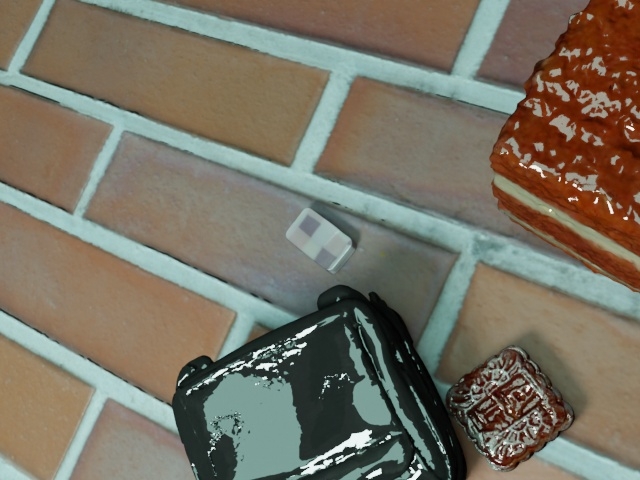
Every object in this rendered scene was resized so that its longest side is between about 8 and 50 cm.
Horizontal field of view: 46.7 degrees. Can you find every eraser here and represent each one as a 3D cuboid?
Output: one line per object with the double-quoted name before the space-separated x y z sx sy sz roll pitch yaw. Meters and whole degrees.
"eraser" 0.000 0.000 1.172 0.105 0.026 0.065 39 89 25

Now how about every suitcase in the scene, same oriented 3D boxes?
"suitcase" -0.002 0.271 1.028 0.345 0.188 0.339 -28 73 11

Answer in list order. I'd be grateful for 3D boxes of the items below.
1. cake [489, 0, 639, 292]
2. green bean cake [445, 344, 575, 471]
"cake" 0.385 -0.103 0.889 0.270 0.319 0.269 34 88 20
"green bean cake" 0.251 0.224 0.996 0.135 0.056 0.135 -40 66 9
